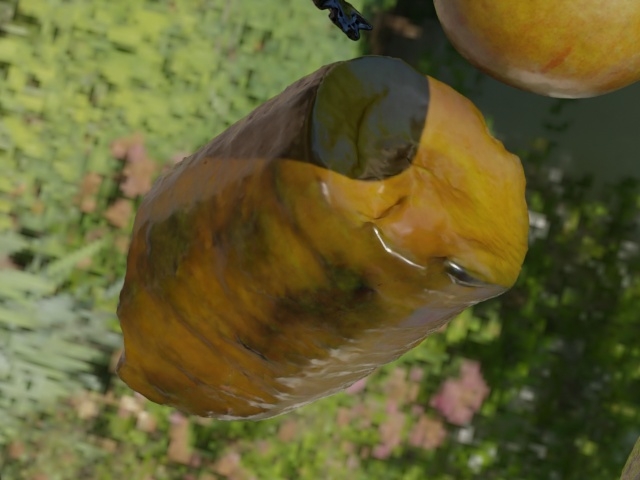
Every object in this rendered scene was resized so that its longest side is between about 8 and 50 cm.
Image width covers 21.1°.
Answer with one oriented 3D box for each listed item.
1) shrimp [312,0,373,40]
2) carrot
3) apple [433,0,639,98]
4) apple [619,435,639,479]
[{"bbox_3d":[-0.033,-0.267,1.226,0.117,0.262,0.066,-43,179,15],"label":"shrimp"},{"bbox_3d":[0.000,0.000,1.412,0.341,0.241,0.241,-31,-154,42],"label":"carrot"},{"bbox_3d":[0.156,-0.178,1.017,0.155,0.182,0.182,-39,-152,61],"label":"apple"},{"bbox_3d":[0.373,0.242,1.383,0.279,0.279,0.279,15,90,-80],"label":"apple"}]
